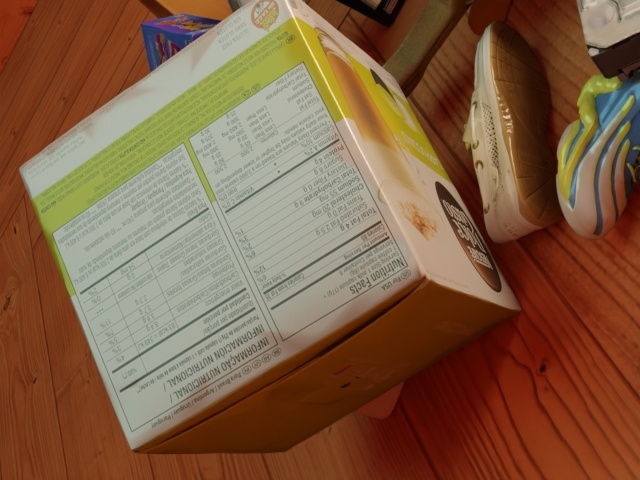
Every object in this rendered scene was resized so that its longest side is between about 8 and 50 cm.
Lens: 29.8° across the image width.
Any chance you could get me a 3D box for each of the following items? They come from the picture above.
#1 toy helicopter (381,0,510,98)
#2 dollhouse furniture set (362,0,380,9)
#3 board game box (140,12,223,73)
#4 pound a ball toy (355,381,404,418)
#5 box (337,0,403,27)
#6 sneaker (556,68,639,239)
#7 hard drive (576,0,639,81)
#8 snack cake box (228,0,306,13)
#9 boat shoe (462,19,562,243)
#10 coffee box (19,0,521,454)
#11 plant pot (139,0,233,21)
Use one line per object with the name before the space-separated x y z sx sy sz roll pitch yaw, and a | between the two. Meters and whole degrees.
toy helicopter | 0.172 -0.307 1.471 0.355 0.140 0.235 -54 -11 29
dollhouse furniture set | 0.067 -0.384 1.532 0.161 0.212 0.242 -56 3 5
board game box | -0.170 -0.162 1.842 0.233 0.078 0.347 28 132 60
pound a ball toy | 0.023 0.077 1.504 0.208 0.135 0.319 22 90 60
box | 0.073 -0.439 1.707 0.220 0.175 0.051 -60 28 14
sneaker | 0.314 -0.118 1.194 0.126 0.091 0.240 -7 65 57
hard drive | 0.360 -0.338 1.209 0.236 0.064 0.339 -24 48 29
snack cake box | -0.055 -0.284 1.738 0.089 0.264 0.152 -26 35 -2
boat shoe | 0.202 -0.125 1.374 0.096 0.098 0.277 -35 45 44
coffee box | -0.042 0.004 1.265 0.338 0.337 0.334 -32 70 16
plant pot | -0.184 -0.444 2.062 0.203 0.291 0.291 -50 31 0
